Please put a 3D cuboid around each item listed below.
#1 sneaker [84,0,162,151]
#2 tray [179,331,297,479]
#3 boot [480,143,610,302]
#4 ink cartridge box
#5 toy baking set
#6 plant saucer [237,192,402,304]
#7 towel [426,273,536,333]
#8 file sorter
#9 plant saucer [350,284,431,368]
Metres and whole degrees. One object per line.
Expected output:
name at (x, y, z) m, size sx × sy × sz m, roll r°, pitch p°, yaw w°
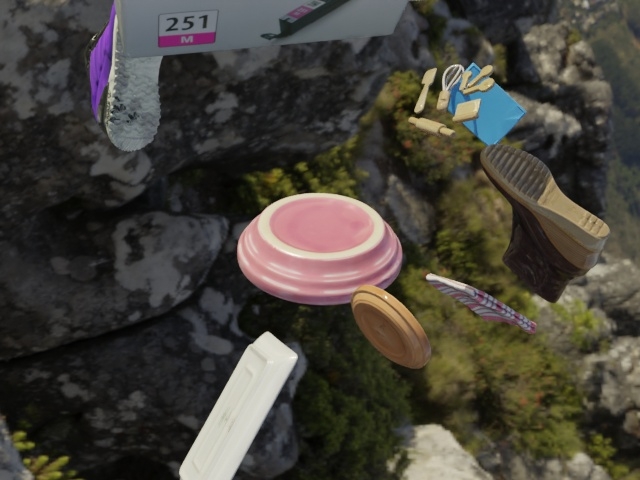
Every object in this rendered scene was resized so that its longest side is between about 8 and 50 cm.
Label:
sneaker at (-0.292, -0.293, 1.222) m, size 0.102 × 0.146 × 0.293 m, roll -3°, pitch 122°, yaw -41°
tray at (-0.130, 0.261, 1.193) m, size 0.030 × 0.145 × 0.270 m, roll 30°, pitch 86°, yaw -24°
boot at (0.330, -0.021, 1.345) m, size 0.248 × 0.207 × 0.090 m, roll 42°, pitch 58°, yaw 14°
ink cartridge box at (-0.038, -0.254, 0.710) m, size 0.275 × 0.239 × 0.060 m, roll -9°, pitch 74°, yaw -14°
toy baking set at (0.287, -0.313, 1.835) m, size 0.196 × 0.256 × 0.030 m, roll -51°, pitch 123°, yaw -9°
plant saucer at (0.000, 0.000, 1.649) m, size 0.332 × 0.332 × 0.084 m, roll -34°, pitch 137°, yaw -43°
towel at (0.314, 0.125, 1.617) m, size 0.197 × 0.144 × 0.029 m, roll 29°, pitch 83°, yaw -31°
file sorter at (0.381, -0.317, 1.966) m, size 0.170 × 0.118 × 0.104 m, roll 43°, pitch 9°, yaw 0°
plant saucer at (0.055, 0.073, 0.679) m, size 0.013 × 0.083 × 0.083 m, roll -40°, pitch 108°, yaw -25°
